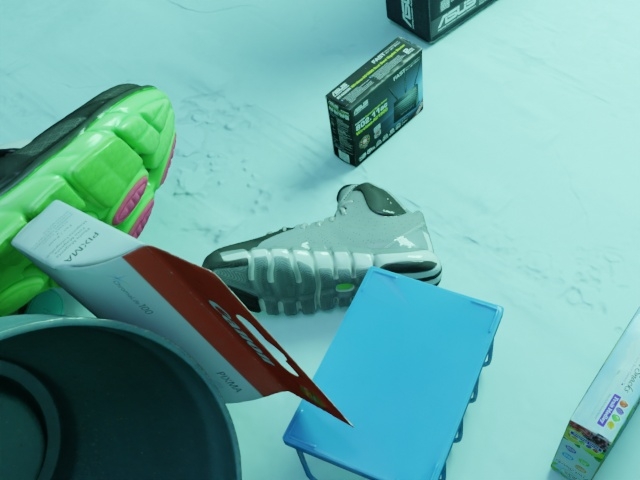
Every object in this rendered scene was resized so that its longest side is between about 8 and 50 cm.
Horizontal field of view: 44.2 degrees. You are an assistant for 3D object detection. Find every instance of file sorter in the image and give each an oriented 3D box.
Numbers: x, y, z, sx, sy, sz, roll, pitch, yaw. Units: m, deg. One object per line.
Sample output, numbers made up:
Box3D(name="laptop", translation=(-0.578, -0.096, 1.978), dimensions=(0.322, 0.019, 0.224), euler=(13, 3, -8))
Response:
Box3D(name="file sorter", translation=(0.065, 0.131, 0.653), dimensions=(0.118, 0.104, 0.170), euler=(17, 58, 20))

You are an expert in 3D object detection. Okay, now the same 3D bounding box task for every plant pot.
Box3D(name="plant pot", translation=(-0.233, 0.185, 0.576), dimensions=(0.196, 0.293, 0.293), euler=(8, 50, 48))

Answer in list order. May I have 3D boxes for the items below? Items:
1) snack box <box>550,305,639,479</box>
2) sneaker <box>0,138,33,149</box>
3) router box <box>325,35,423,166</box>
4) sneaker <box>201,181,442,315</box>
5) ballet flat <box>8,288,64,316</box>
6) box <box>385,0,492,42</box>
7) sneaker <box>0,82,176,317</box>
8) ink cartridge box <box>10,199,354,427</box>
Box3D(name="snack box", translation=(0.241, 0.120, 0.636), dimensions=(0.037, 0.100, 0.141), euler=(30, 62, 26))
Box3D(name="sneaker", translation=(-0.381, 0.016, 0.821), dimensions=(0.290, 0.106, 0.123), euler=(-38, 62, -7))
Box3D(name="router box", translation=(0.063, -0.154, 0.876), dimensions=(0.038, 0.092, 0.122), euler=(35, 65, 29))
Box3D(name="sneaker", translation=(0.000, 0.000, 0.786), dimensions=(0.229, 0.086, 0.132), euler=(1, 48, -3))
Box3D(name="ballet flat", translation=(-0.303, 0.135, 0.744), dimensions=(0.067, 0.073, 0.206), euler=(-15, 44, 33))
Box3D(name="box", translation=(0.239, -0.470, 0.946), dimensions=(0.395, 0.318, 0.097), euler=(-37, 57, -17))
Box3D(name="sneaker", translation=(-0.325, -0.020, 0.690), dimensions=(0.202, 0.185, 0.483), euler=(41, 58, 16))
Box3D(name="ink cartridge box", translation=(-0.108, 0.067, 0.585), dimensions=(0.066, 0.189, 0.232), euler=(-48, 39, -14))
